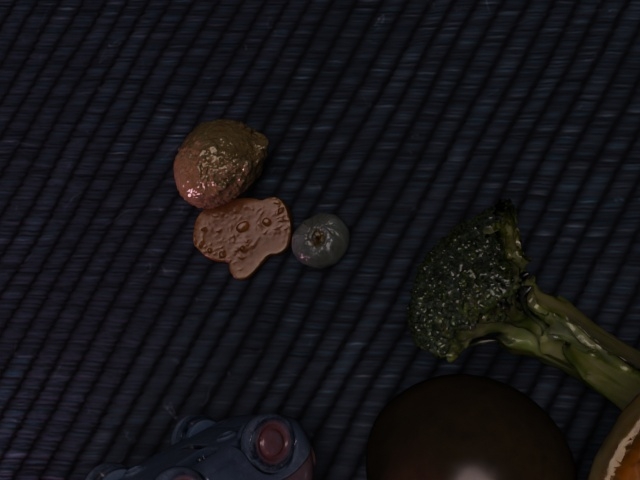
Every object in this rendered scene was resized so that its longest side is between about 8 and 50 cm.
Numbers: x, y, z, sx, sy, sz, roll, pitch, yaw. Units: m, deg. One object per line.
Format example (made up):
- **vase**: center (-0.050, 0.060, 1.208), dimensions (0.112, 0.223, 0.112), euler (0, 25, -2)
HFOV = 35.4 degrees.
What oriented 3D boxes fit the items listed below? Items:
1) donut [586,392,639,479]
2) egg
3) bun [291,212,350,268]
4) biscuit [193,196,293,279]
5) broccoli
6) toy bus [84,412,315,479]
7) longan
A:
- **donut**: center (0.508, 0.324, 1.142), dimensions (0.449, 0.198, 0.449), euler (-1, 94, -7)
- **egg**: center (-0.139, -0.106, 1.378), dimensions (0.140, 0.116, 0.118), euler (-47, 55, 0)
- **bun**: center (0.000, 0.000, 1.376), dimensions (0.083, 0.045, 0.083), euler (-3, 76, 10)
- **biscuit**: center (-0.108, -0.002, 1.401), dimensions (0.140, 0.023, 0.118), euler (1, 80, 6)
- **broccoli**: center (0.284, 0.104, 1.276), dimensions (0.361, 0.252, 0.221), euler (32, 88, -23)
- **toy bus**: center (-0.131, 0.348, 1.223), dimensions (0.294, 0.197, 0.231), euler (-25, 97, -40)
- **longan**: center (0.182, 0.284, 1.207), dimensions (0.258, 0.258, 0.258), euler (-1, 79, 6)
